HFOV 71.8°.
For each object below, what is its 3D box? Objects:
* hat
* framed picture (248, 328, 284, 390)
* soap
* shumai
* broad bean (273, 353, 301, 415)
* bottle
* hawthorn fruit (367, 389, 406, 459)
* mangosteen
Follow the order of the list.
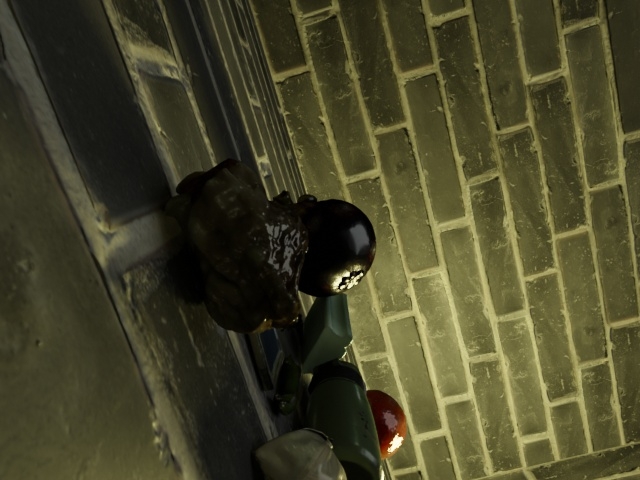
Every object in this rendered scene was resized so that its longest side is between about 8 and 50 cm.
[{"bbox_3d":[-0.005,0.417,0.644,0.226,0.164,0.219,45,-20,52],"label":"hat"},{"bbox_3d":[-0.125,0.137,0.858,0.189,0.023,0.260,-74,148,-87],"label":"framed picture"},{"bbox_3d":[0.014,0.256,1.264,0.159,0.088,0.265,-62,-172,16],"label":"soap"},{"bbox_3d":[-0.130,0.007,0.602,0.185,0.184,0.218,28,47,-32],"label":"shumai"},{"bbox_3d":[-0.064,0.294,0.892,0.195,0.046,0.061,-63,139,-81],"label":"broad bean"},{"bbox_3d":[0.042,0.406,0.994,0.347,0.168,0.168,-87,161,-71],"label":"bottle"},{"bbox_3d":[0.176,0.624,1.529,0.235,0.231,0.263,41,-26,49],"label":"hawthorn fruit"},{"bbox_3d":[0.001,0.015,1.271,0.313,0.297,0.297,24,-37,44],"label":"mangosteen"}]
